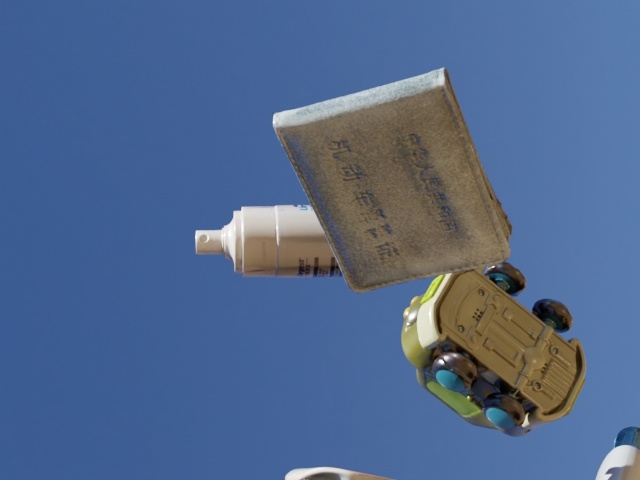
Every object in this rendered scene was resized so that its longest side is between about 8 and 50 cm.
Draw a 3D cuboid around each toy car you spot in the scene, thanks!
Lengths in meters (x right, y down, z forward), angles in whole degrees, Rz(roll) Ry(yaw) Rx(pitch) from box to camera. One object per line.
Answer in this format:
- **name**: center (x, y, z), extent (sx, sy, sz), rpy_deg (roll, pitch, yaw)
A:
- **toy car**: center (0.217, 0.164, 1.892), extent (0.248, 0.198, 0.204), rpy_deg (39, -124, -7)

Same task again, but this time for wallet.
- **wallet**: center (0.069, -0.046, 1.227), extent (0.036, 0.167, 0.222), rpy_deg (-85, -23, -46)

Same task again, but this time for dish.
- **dish**: center (0.070, 0.329, 1.695), extent (0.234, 0.154, 0.064), rpy_deg (16, -104, -15)

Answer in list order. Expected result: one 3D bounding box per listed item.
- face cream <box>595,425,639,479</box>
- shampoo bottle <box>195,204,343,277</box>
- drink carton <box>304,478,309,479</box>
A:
- **face cream**: center (0.437, 0.389, 2.021), extent (0.337, 0.080, 0.163), rpy_deg (-51, -29, -55)
- **shampoo bottle**: center (0.000, 0.000, 1.679), extent (0.092, 0.303, 0.092), rpy_deg (180, 90, -86)
- **drink carton**: center (-0.053, 0.524, 1.922), extent (0.111, 0.154, 0.351), rpy_deg (30, -127, -50)
